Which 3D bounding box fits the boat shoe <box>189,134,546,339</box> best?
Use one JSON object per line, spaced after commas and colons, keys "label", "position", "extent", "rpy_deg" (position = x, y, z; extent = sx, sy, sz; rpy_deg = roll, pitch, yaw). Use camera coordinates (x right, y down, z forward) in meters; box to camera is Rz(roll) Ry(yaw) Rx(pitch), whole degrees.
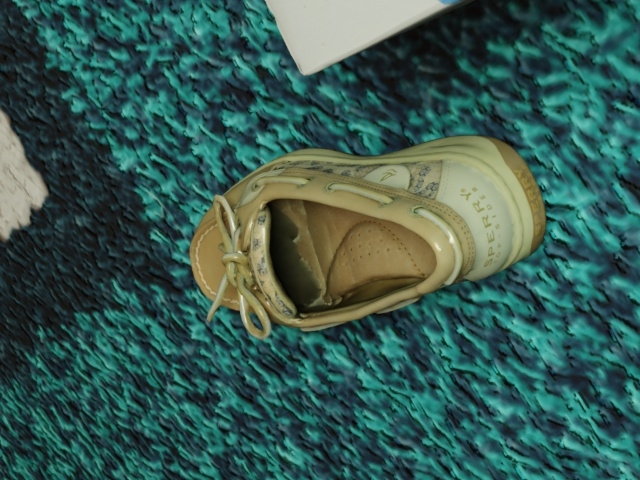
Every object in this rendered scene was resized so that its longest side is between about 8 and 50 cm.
{"label": "boat shoe", "position": [0.000, 0.000, 0.838], "extent": [0.285, 0.089, 0.104], "rpy_deg": [-15, 101, 50]}

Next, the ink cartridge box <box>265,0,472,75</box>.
{"label": "ink cartridge box", "position": [0.083, -0.195, 0.530], "extent": [0.171, 0.233, 0.168], "rpy_deg": [-20, 98, 50]}
